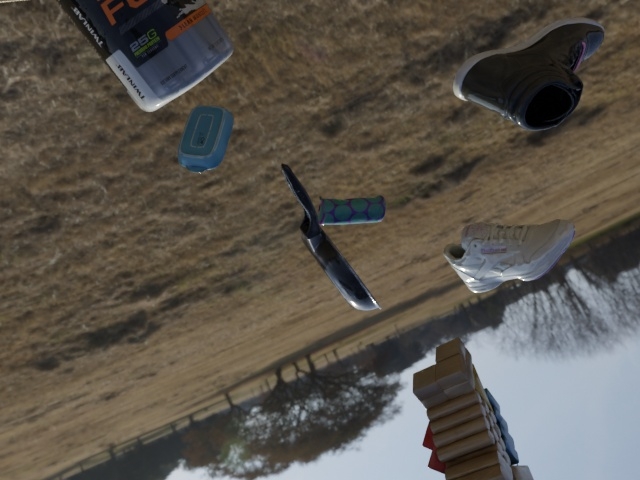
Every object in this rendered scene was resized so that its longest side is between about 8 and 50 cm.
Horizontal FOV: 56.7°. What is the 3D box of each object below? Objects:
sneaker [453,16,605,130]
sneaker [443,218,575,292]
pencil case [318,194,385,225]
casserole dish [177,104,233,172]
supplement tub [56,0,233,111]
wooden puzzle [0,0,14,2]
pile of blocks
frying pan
[{"bbox_3d":[0.363,-0.250,0.911,0.296,0.147,0.104,-24,141,-21],"label":"sneaker"},{"bbox_3d":[0.388,0.018,1.260,0.305,0.152,0.114,-33,-162,50],"label":"sneaker"},{"bbox_3d":[0.071,-0.070,1.357,0.152,0.070,0.064,-3,126,-11],"label":"pencil case"},{"bbox_3d":[-0.273,-0.248,1.392,0.114,0.188,0.037,7,158,12],"label":"casserole dish"},{"bbox_3d":[-0.300,-0.382,0.936,0.194,0.316,0.193,-30,-156,15],"label":"supplement tub"},{"bbox_3d":[-0.354,-0.332,0.547,0.239,0.044,0.220,-20,127,-26],"label":"wooden puzzle"},{"bbox_3d":[0.223,0.330,0.859,0.113,0.362,0.149,-30,145,24],"label":"pile of blocks"},{"bbox_3d":[0.018,0.023,0.901,0.053,0.197,0.326,-37,162,0],"label":"frying pan"}]
